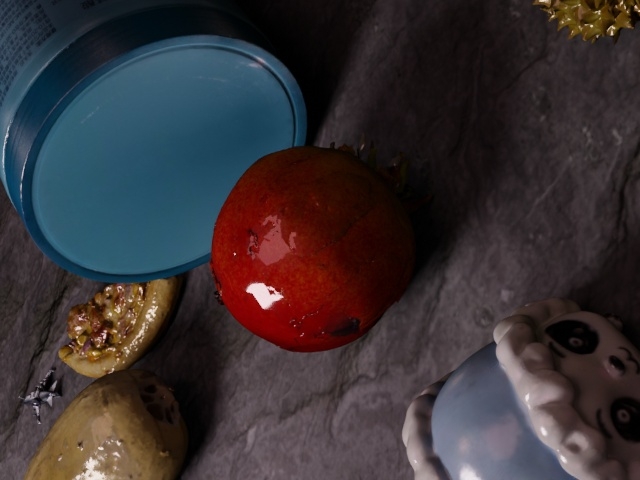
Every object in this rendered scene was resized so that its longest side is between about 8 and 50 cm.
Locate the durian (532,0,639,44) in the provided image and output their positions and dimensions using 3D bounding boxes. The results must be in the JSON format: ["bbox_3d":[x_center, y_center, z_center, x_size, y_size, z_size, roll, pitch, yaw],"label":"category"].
[{"bbox_3d":[0.241,-0.301,1.019,0.183,0.138,0.249,0,88,37],"label":"durian"}]

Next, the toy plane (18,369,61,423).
[{"bbox_3d":[-0.395,0.221,1.619,0.083,0.031,0.078,-16,55,40],"label":"toy plane"}]

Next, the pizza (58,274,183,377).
[{"bbox_3d":[-0.267,0.108,1.492,0.246,0.058,0.127,-21,67,39],"label":"pizza"}]

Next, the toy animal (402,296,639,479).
[{"bbox_3d":[0.180,0.156,0.963,0.204,0.156,0.208,-47,56,33],"label":"toy animal"}]

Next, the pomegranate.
[{"bbox_3d":[0.000,0.000,1.153,0.210,0.210,0.235,17,54,46],"label":"pomegranate"}]

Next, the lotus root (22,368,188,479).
[{"bbox_3d":[-0.282,0.302,1.400,0.342,0.151,0.169,-53,49,20],"label":"lotus root"}]

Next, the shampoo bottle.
[{"bbox_3d":[-0.237,-0.184,1.328,0.331,0.331,0.342,-55,48,22],"label":"shampoo bottle"}]
